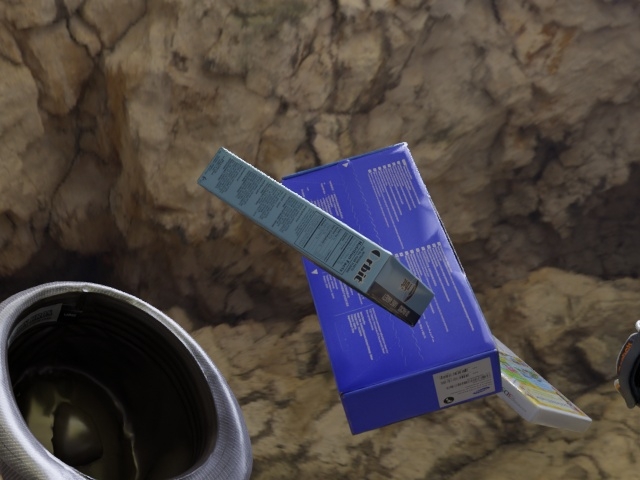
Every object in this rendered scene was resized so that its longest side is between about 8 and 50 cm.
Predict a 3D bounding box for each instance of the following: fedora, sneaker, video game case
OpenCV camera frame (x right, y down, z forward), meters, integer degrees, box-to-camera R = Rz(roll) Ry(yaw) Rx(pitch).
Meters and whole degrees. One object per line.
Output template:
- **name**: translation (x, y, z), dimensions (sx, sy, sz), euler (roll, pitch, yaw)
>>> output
- **fedora**: translation (-0.197, 0.164, 0.843), dimensions (0.244, 0.124, 0.275), euler (0, -139, -43)
- **sneaker**: translation (0.450, 0.179, 1.258), dimensions (0.127, 0.321, 0.126), euler (23, -87, 13)
- **video game case**: translation (0.221, 0.156, 1.200), dimensions (0.206, 0.227, 0.026), euler (42, -81, 31)

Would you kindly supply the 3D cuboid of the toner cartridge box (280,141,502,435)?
- **toner cartridge box**: translation (0.068, 0.039, 1.093), dimensions (0.165, 0.075, 0.348), euler (-15, -136, -1)

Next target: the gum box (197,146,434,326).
- **gum box**: translation (0.000, 0.000, 0.858), dimensions (0.184, 0.157, 0.041), euler (33, -92, 24)
